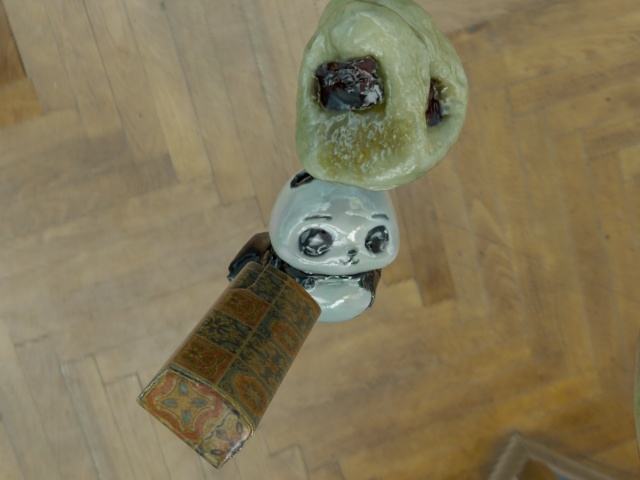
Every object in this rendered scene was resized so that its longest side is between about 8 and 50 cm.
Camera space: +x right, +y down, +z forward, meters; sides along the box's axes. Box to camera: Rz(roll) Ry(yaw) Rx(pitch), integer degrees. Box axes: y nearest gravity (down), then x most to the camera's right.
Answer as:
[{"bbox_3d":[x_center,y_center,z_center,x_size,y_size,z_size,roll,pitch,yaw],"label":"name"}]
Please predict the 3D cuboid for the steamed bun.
[{"bbox_3d":[0.048,-0.149,1.089,0.141,0.172,0.155,3,126,22],"label":"steamed bun"}]

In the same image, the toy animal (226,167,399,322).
[{"bbox_3d":[0.000,0.000,1.354,0.166,0.138,0.179,-1,140,-24],"label":"toy animal"}]

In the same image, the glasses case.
[{"bbox_3d":[-0.059,0.081,0.910,0.075,0.218,0.049,41,111,-3],"label":"glasses case"}]

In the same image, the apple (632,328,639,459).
[{"bbox_3d":[0.408,0.133,0.931,0.349,0.277,0.348,3,86,-40],"label":"apple"}]
